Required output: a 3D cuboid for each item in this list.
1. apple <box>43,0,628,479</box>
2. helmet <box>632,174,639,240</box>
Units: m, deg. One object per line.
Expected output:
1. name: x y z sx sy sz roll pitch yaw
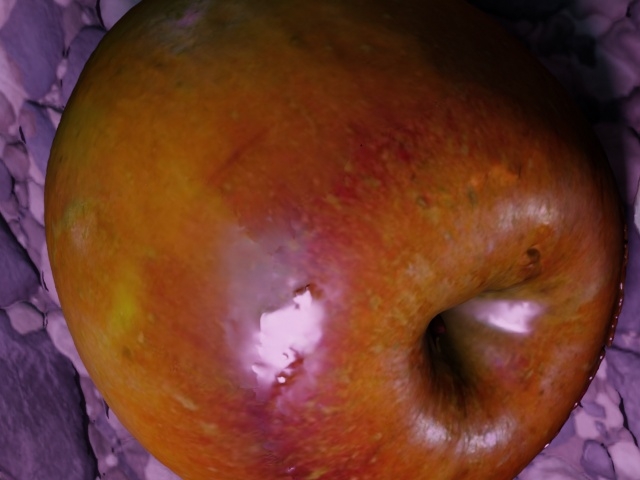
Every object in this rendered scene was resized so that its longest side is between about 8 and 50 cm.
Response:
1. apple: 0.000 0.000 1.203 0.374 0.374 0.384 3 146 28
2. helmet: 0.313 -0.068 1.090 0.204 0.137 0.257 38 113 14
